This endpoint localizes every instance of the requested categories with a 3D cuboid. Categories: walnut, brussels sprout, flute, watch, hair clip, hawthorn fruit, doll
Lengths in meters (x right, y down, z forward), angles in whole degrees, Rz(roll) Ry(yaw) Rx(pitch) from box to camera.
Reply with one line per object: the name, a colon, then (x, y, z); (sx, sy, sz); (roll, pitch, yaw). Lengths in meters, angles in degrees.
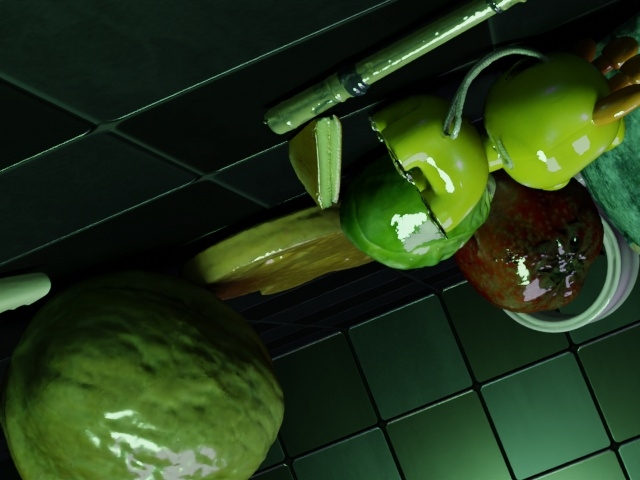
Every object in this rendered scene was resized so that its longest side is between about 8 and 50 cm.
walnut: (-0.175, 0.161, 1.322); (0.282, 0.283, 0.227); (-18, -174, -25)
brussels sprout: (0.092, -0.033, 1.273); (0.155, 0.118, 0.155); (-15, 164, -4)
flute: (0.056, -0.125, 0.885); (0.233, 0.027, 0.027); (-26, 171, 30)
watch: (0.352, 0.004, 1.850); (0.248, 0.218, 0.211); (-25, 172, 26)
hair clip: (-0.331, 0.066, 1.111); (0.226, 0.034, 0.072); (-20, 171, -17)
hawthorn fruit: (0.219, -0.014, 1.601); (0.181, 0.181, 0.235); (-17, -153, -33)
doll: (0.160, -0.099, 1.067); (0.220, 0.135, 0.143); (-28, -156, 7)

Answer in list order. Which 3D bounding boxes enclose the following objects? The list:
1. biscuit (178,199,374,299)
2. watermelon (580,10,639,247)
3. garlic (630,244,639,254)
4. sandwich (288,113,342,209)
biscuit: (-0.001, -0.003, 1.468); (0.354, 0.052, 0.275); (-12, 167, -43)
watermelon: (0.378, -0.130, 1.144); (0.258, 0.228, 0.387); (-28, -179, -27)
garlic: (0.372, -0.099, 1.584); (0.256, 0.207, 0.207); (13, -161, 42)
sandwich: (-0.005, -0.069, 1.062); (0.031, 0.044, 0.083); (-22, 131, -31)
